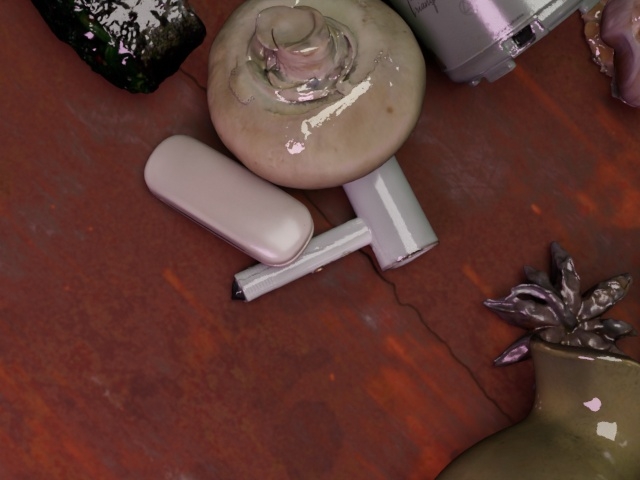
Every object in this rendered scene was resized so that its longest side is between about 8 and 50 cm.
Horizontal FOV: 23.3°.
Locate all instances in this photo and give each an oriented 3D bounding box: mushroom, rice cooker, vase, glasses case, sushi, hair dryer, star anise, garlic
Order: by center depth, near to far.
[{"bbox_3d":[0.270,0.304,1.667,0.329,0.241,0.302,46,68,-33],"label":"vase"},{"bbox_3d":[-0.011,-0.177,1.671,0.246,0.202,0.246,-4,68,9],"label":"mushroom"},{"bbox_3d":[-0.237,-0.264,1.697,0.127,0.124,0.225,-44,96,-13],"label":"sushi"},{"bbox_3d":[-0.101,-0.044,1.704,0.204,0.051,0.081,33,78,15],"label":"glasses case"},{"bbox_3d":[0.181,-0.316,1.720,0.241,0.280,0.227,-35,97,24],"label":"rice cooker"},{"bbox_3d":[0.000,0.000,1.738,0.236,0.073,0.131,-27,85,-4],"label":"hair dryer"},{"bbox_3d":[0.288,0.099,1.766,0.195,0.065,0.182,-41,90,-16],"label":"star anise"},{"bbox_3d":[0.391,-0.289,1.795,0.207,0.207,0.256,-17,115,-13],"label":"garlic"}]
